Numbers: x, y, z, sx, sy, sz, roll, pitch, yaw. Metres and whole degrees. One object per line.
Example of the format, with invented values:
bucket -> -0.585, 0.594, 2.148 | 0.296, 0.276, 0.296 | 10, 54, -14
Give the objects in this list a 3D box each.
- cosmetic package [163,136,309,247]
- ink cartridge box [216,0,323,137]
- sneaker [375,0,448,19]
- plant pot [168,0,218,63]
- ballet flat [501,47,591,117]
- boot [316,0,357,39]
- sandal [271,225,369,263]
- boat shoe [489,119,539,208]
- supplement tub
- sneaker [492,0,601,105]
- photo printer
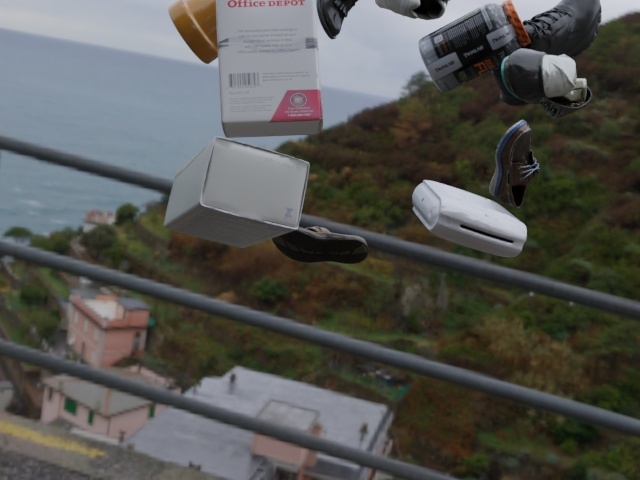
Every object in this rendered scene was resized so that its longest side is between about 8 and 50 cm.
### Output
cosmetic package -> -0.147, -0.069, 1.381 | 0.160, 0.113, 0.309 | 15, -11, -20
ink cartridge box -> -0.106, -0.366, 1.740 | 0.207, 0.283, 0.117 | -3, -9, -3
sneaker -> 0.239, -0.513, 1.777 | 0.262, 0.099, 0.121 | -24, 55, -36
plant pot -> -0.322, -0.669, 2.526 | 0.188, 0.205, 0.205 | -31, 4, 11
ballet flat -> 0.408, -0.281, 1.467 | 0.096, 0.095, 0.280 | -4, -4, 32
boot -> 0.115, -0.648, 2.138 | 0.229, 0.263, 0.091 | -2, -19, 30
sandal -> 0.000, 0.000, 1.847 | 0.219, 0.090, 0.060 | 4, 36, 10
boat shoe -> 0.340, -0.127, 1.430 | 0.066, 0.183, 0.066 | -34, 60, -19
supplement tub -> 0.291, -0.370, 1.584 | 0.190, 0.117, 0.117 | -25, -1, 19
sneaker -> 0.453, -0.407, 1.679 | 0.109, 0.286, 0.130 | 35, -5, 46
photo printer -> 0.382, -0.055, 2.161 | 0.256, 0.107, 0.307 | 17, 13, -9
